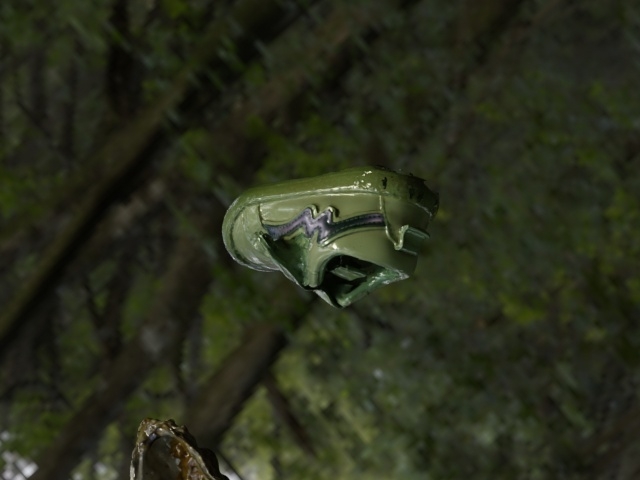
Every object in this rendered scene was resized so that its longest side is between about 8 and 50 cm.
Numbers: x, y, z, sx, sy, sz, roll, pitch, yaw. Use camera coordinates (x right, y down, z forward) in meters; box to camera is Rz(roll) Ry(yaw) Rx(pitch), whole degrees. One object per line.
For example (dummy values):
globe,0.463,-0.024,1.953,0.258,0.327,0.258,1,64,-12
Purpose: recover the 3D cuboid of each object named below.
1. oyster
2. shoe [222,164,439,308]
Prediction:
oyster,-0.096,0.219,1.450,0.056,0.105,0.177,-25,-113,-44
shoe,0.000,-0.007,1.837,0.140,0.262,0.128,42,-132,-34
